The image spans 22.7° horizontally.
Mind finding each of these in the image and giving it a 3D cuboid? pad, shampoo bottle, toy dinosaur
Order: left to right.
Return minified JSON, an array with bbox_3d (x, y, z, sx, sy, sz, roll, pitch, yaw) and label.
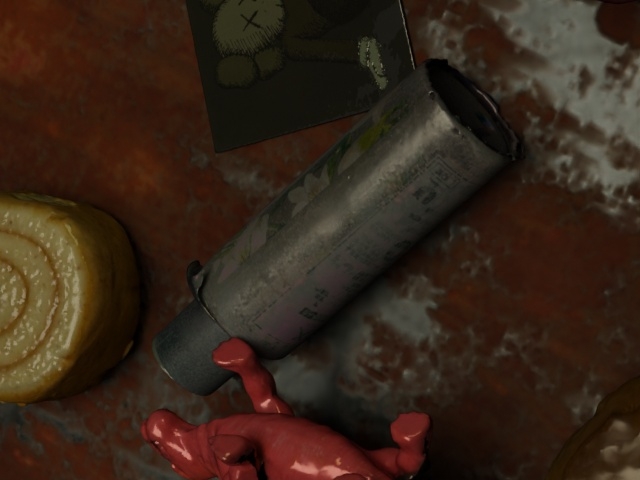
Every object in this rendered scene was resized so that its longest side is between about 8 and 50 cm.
[{"bbox_3d":[-0.022,-0.152,0.847,0.127,0.004,0.190,-14,84,28],"label":"pad"},{"bbox_3d":[0.000,0.000,0.801,0.214,0.072,0.072,-42,72,23],"label":"shampoo bottle"},{"bbox_3d":[0.029,0.145,0.762,0.286,0.070,0.139,18,137,32],"label":"toy dinosaur"}]

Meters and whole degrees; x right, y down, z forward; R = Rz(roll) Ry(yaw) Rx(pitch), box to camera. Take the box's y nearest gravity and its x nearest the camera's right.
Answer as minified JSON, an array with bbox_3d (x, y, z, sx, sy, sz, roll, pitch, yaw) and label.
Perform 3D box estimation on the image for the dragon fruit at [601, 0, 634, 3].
[{"bbox_3d":[0.098,-0.299,0.581,0.371,0.249,0.386,21,94,61],"label":"dragon fruit"}]

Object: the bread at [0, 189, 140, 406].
[{"bbox_3d":[-0.173,0.031,0.897,0.149,0.073,0.122,2,86,26],"label":"bread"}]

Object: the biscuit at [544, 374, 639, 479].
[{"bbox_3d":[0.208,0.184,0.687,0.296,0.075,0.296,1,91,30],"label":"biscuit"}]
